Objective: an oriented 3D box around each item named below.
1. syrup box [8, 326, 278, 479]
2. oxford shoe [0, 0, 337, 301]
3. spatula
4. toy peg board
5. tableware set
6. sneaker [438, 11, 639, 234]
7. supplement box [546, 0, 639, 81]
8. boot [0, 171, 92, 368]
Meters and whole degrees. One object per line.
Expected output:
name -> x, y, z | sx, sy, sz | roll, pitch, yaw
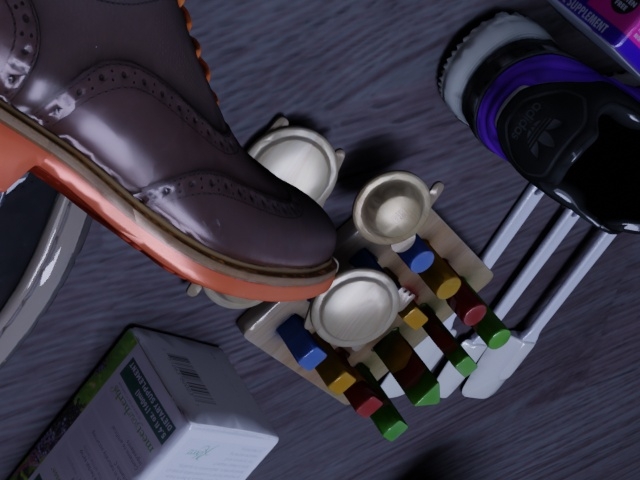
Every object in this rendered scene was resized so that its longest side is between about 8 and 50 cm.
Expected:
syrup box -> -0.148, 0.182, 0.810 | 0.237, 0.093, 0.096 | -49, 143, 16
oxford shoe -> -0.064, -0.050, 0.426 | 0.271, 0.097, 0.098 | 29, 90, -53
spatula -> 0.163, 0.051, 0.998 | 0.168, 0.019, 0.242 | 11, 122, -39
toy peg board -> 0.054, 0.063, 0.857 | 0.161, 0.079, 0.160 | -43, 140, 5
tableware set -> 0.000, 0.000, 0.763 | 0.169, 0.020, 0.141 | 19, 111, -25
sneaker -> 0.214, -0.055, 0.815 | 0.293, 0.146, 0.102 | 10, 123, -45
supplement box -> 0.240, -0.208, 0.701 | 0.220, 0.111, 0.114 | -49, 142, 13
boot -> -0.206, -0.093, 0.429 | 0.284, 0.138, 0.377 | 9, 120, -46
